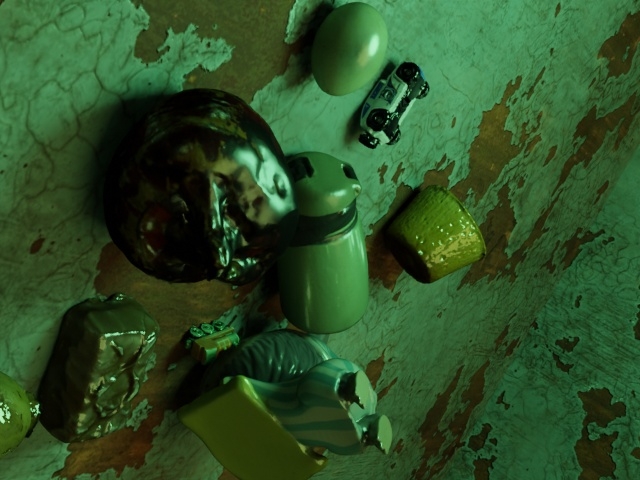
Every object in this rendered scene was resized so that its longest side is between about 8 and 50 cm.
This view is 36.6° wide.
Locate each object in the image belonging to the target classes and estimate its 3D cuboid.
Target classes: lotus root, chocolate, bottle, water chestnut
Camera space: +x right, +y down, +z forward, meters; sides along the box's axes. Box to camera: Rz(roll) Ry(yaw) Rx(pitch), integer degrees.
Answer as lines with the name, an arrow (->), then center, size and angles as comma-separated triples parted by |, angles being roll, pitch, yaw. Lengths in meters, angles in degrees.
lotus root -> -0.468, 0.227, 1.194 | 0.284, 0.160, 0.146 | 1, 112, -54
chocolate -> -0.326, 0.194, 1.455 | 0.148, 0.093, 0.214 | -7, 124, -57
bottle -> -0.002, 0.000, 1.703 | 0.168, 0.168, 0.347 | -38, 142, -31
water chestnut -> -0.152, -0.061, 1.314 | 0.289, 0.244, 0.289 | -42, 149, -32

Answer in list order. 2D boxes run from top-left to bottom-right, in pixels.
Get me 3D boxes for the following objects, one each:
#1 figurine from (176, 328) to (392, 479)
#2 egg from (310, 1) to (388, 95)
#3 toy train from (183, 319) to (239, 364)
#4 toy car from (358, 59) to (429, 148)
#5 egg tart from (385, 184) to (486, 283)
figurine -> -0.027, 0.235, 1.773 | 0.266, 0.361, 0.378 | 63, 29, -27
egg -> 0.043, -0.298, 1.516 | 0.114, 0.114, 0.152 | 1, 122, -58
toy train -> -0.187, 0.175, 1.684 | 0.103, 0.064, 0.044 | -17, 131, -50
toy car -> 0.126, -0.243, 1.747 | 0.171, 0.070, 0.080 | -57, 152, -4
egg tart -> 0.238, 0.000, 2.050 | 0.147, 0.202, 0.203 | -38, 147, -15
